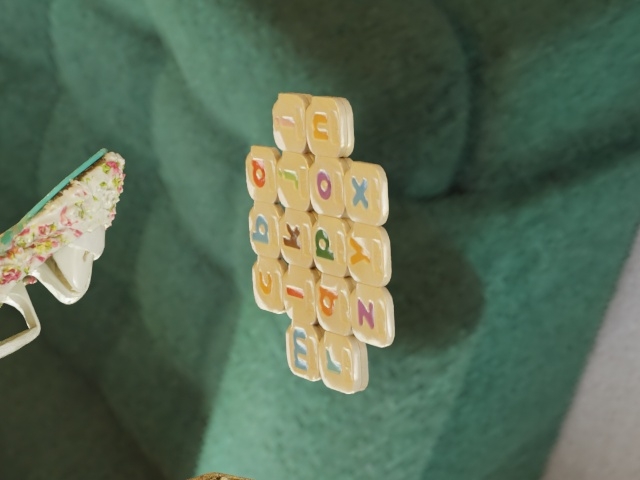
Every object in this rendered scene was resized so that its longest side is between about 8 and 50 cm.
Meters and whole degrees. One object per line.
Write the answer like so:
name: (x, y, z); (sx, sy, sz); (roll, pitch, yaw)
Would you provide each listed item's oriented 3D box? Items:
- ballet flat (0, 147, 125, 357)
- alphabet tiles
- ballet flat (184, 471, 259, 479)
ballet flat: (-0.212, 0.029, 1.324); (0.077, 0.241, 0.091); (49, 151, 0)
alphabet tiles: (0.000, 0.000, 1.830); (0.278, 0.021, 0.284); (12, 107, 61)
ballet flat: (-0.021, 0.225, 1.492); (0.067, 0.206, 0.073); (120, 155, -65)
